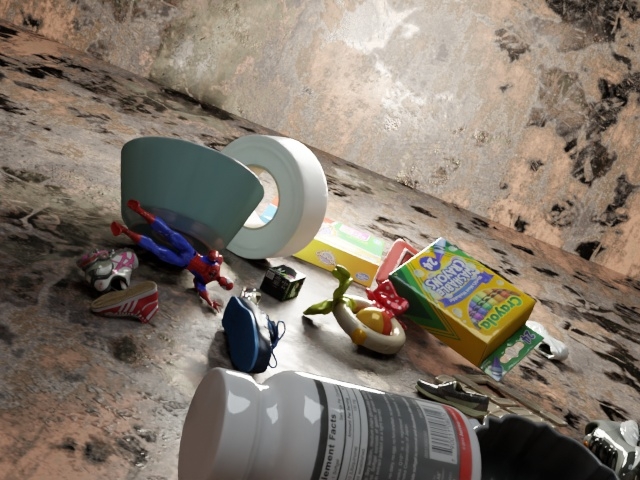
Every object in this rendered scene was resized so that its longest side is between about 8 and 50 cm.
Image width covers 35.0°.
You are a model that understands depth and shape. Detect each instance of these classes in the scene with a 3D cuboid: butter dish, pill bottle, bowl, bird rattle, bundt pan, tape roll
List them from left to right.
[{"bbox_3d":[-0.285,-0.069,2.092,0.312,0.163,0.311,13,-22,5],"label":"bowl"},{"bbox_3d":[-0.128,-0.099,2.321,0.286,0.286,0.100,31,18,28],"label":"tape roll"},{"bbox_3d":[0.010,0.288,1.345,0.363,0.210,0.210,16,17,-21],"label":"pill bottle"},{"bbox_3d":[0.096,0.168,2.122,0.253,0.143,0.207,27,21,-38],"label":"bird rattle"},{"bbox_3d":[0.196,0.108,2.398,0.160,0.118,0.160,36,50,-5],"label":"butter dish"},{"bbox_3d":[0.317,0.408,1.442,0.331,0.124,0.331,26,28,-15],"label":"bundt pan"}]

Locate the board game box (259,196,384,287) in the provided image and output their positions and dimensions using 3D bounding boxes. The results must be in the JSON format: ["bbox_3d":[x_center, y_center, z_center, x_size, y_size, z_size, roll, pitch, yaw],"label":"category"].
[{"bbox_3d":[0.000,0.000,2.571,0.317,0.064,0.242,22,15,0],"label":"board game box"}]

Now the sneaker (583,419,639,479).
[{"bbox_3d":[0.556,0.413,1.926,0.108,0.100,0.271,10,10,8],"label":"sneaker"}]

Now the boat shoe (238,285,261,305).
[{"bbox_3d":[-0.143,0.124,1.996,0.043,0.049,0.137,24,11,-3],"label":"boat shoe"}]

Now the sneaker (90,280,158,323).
[{"bbox_3d":[-0.337,0.119,1.768,0.118,0.067,0.042,-18,34,-19],"label":"sneaker"}]

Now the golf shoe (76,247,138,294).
[{"bbox_3d":[-0.382,0.061,1.868,0.086,0.067,0.186,61,14,5],"label":"golf shoe"}]

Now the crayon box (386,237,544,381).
[{"bbox_3d":[0.326,0.145,2.244,0.323,0.083,0.203,36,46,23],"label":"crayon box"}]

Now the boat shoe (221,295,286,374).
[{"bbox_3d":[-0.109,0.161,1.807,0.089,0.109,0.258,21,17,-19],"label":"boat shoe"}]

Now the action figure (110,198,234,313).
[{"bbox_3d":[-0.257,0.038,1.948,0.280,0.091,0.139,36,1,-36],"label":"action figure"}]

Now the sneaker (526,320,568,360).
[{"bbox_3d":[0.544,0.246,2.519,0.061,0.053,0.152,2,26,-45],"label":"sneaker"}]

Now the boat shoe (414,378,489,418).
[{"bbox_3d":[0.254,0.292,1.940,0.152,0.049,0.056,20,5,26],"label":"boat shoe"}]

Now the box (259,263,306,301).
[{"bbox_3d":[-0.080,0.090,2.180,0.062,0.052,0.083,29,16,19],"label":"box"}]

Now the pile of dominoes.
[{"bbox_3d":[0.351,0.335,2.029,0.196,0.040,0.251,9,12,-39],"label":"pile of dominoes"}]

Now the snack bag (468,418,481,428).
[{"bbox_3d":[0.266,0.391,1.679,0.343,0.037,0.323,7,21,-44],"label":"snack bag"}]
